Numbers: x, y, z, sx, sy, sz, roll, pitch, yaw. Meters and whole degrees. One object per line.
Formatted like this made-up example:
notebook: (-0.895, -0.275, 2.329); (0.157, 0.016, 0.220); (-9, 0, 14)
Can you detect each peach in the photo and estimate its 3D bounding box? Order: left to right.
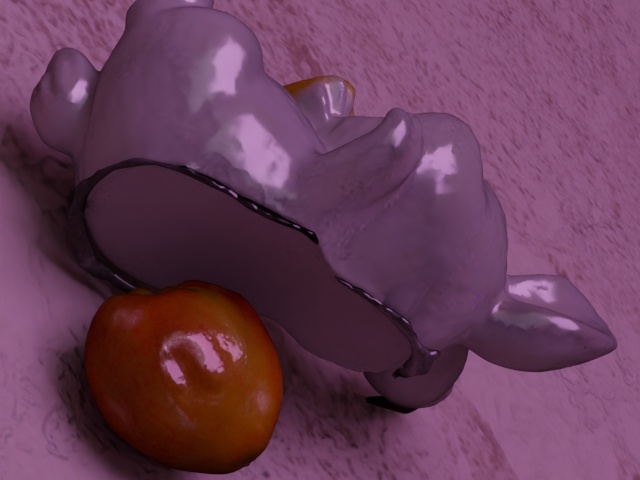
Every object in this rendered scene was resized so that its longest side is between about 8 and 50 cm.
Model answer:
peach: (-0.068, 0.071, 0.992); (0.101, 0.101, 0.101); (35, 34, -28)

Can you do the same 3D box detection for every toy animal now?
toy animal: (0.002, -0.004, 1.076); (0.325, 0.208, 0.154); (46, 46, -25)
